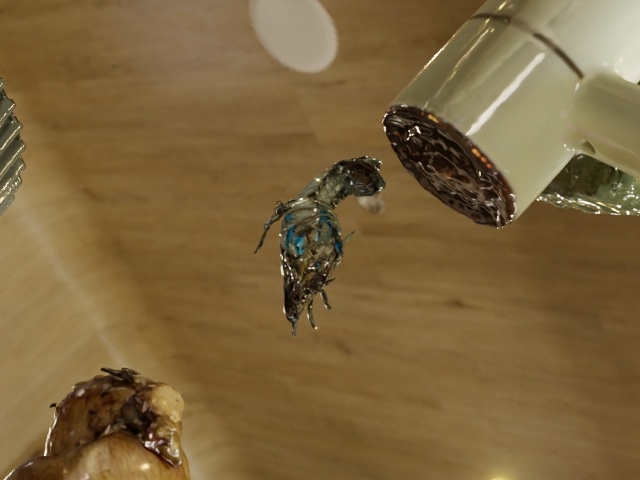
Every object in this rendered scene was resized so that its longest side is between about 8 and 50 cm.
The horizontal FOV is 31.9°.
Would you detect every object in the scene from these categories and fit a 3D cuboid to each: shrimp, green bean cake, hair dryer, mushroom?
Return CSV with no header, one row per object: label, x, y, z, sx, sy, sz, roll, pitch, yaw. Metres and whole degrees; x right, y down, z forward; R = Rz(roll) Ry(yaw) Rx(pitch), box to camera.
shrimp,-0.004,-0.001,0.870,0.076,0.174,0.082,0,-52,24
green bean cake,0.330,-0.144,1.321,0.125,0.223,0.227,21,-6,-31
hair dryer,0.234,-0.069,0.762,0.362,0.203,0.128,32,-18,37
mushroom,-0.247,0.278,1.223,0.195,0.283,0.263,36,12,23

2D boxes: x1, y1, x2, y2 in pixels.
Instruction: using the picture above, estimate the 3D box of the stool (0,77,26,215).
stool,-0.444,-0.014,0.926,0.297,0.330,0.297,7,-48,8
